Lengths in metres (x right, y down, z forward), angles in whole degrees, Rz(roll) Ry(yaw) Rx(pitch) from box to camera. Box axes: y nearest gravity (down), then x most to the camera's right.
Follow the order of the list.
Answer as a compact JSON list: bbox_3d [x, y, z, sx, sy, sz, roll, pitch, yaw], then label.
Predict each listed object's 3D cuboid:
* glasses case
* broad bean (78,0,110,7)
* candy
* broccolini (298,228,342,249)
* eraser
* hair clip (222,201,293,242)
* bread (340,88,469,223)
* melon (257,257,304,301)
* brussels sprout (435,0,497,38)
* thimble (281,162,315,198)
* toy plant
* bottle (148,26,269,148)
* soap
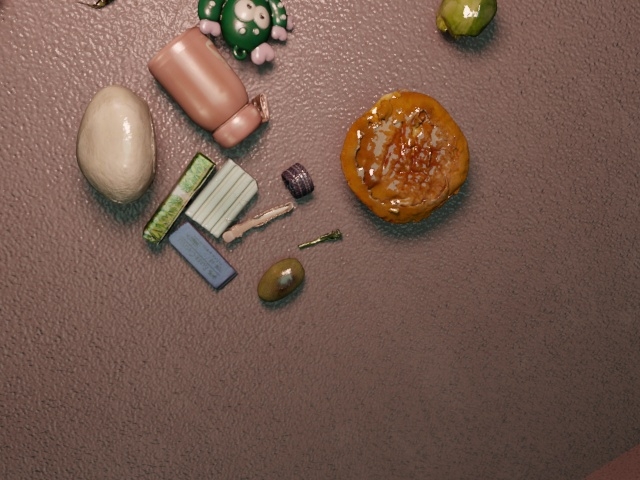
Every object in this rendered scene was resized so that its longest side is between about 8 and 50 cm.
[{"bbox_3d":[-0.389,-0.116,1.456,0.062,0.095,0.272,34,96,-21],"label":"glasses case"},{"bbox_3d":[-0.518,-0.732,1.296,0.098,0.056,0.317,16,103,-14],"label":"broad bean"},{"bbox_3d":[-0.509,-0.235,1.310,0.185,0.295,0.295,-7,106,-23],"label":"candy"},{"bbox_3d":[0.000,0.000,1.589,0.140,0.035,0.030,-19,103,-4],"label":"broccolini"},{"bbox_3d":[-0.340,0.047,1.537,0.082,0.036,0.225,-40,107,-1],"label":"eraser"},{"bbox_3d":[-0.185,-0.058,1.535,0.226,0.072,0.034,-28,108,-12],"label":"hair clip"},{"bbox_3d":[0.222,-0.233,1.486,0.337,0.204,0.358,-43,111,0],"label":"bread"},{"bbox_3d":[-0.119,0.119,1.565,0.162,0.099,0.099,-40,107,2],"label":"melon"},{"bbox_3d":[0.396,-0.623,1.423,0.132,0.183,0.145,10,123,-17],"label":"brussels sprout"},{"bbox_3d":[-0.064,-0.167,1.497,0.066,0.104,0.095,-34,111,-8],"label":"thimble"},{"bbox_3d":[-0.190,-0.574,1.351,0.233,0.113,0.243,37,68,-24],"label":"toy plant"},{"bbox_3d":[-0.274,-0.393,1.374,0.296,0.173,0.206,50,58,-17],"label":"bottle"},{"bbox_3d":[-0.275,-0.120,1.490,0.119,0.066,0.198,40,94,-18],"label":"soap"}]
